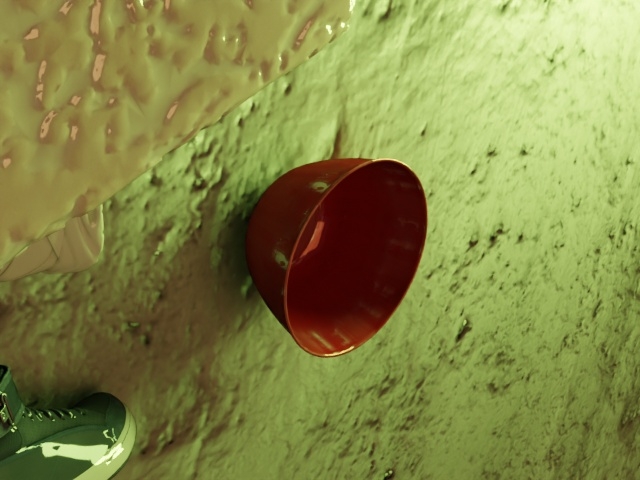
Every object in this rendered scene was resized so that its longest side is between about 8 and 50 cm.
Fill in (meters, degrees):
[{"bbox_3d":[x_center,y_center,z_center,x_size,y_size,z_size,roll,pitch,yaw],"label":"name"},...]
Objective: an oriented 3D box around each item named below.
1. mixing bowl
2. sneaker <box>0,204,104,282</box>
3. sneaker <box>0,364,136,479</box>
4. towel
[{"bbox_3d":[0.000,0.000,0.959,0.181,0.098,0.181,-28,130,-39],"label":"mixing bowl"},{"bbox_3d":[-0.203,-0.066,0.694,0.115,0.090,0.232,-23,126,-37],"label":"sneaker"},{"bbox_3d":[-0.219,0.117,0.777,0.163,0.086,0.226,70,21,-11],"label":"sneaker"},{"bbox_3d":[-0.116,-0.189,0.608,0.332,0.053,0.317,-39,135,-31],"label":"towel"}]
